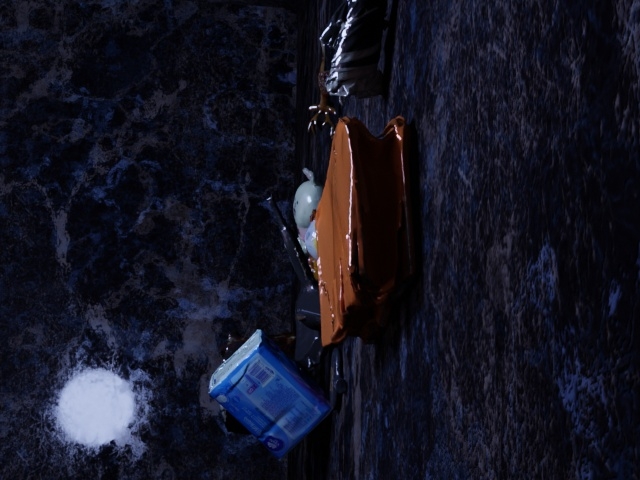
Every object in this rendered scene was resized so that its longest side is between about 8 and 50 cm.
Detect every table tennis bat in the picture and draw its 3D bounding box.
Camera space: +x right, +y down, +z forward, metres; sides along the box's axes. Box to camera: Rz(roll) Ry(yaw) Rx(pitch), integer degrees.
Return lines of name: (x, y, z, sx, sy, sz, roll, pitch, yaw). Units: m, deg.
table tennis bat: (0.039, 0.331, 2.035, 0.236, 0.027, 0.150, 138, 135, -86)

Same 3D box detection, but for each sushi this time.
sushi: (-0.144, 0.411, 2.469, 0.299, 0.294, 0.281, -95, 9, -48)

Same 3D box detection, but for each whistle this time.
whistle: (0.024, 0.026, 1.930, 0.123, 0.122, 0.223, -93, -6, -48)

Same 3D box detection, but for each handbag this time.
handbag: (0.070, -0.001, 1.448, 0.410, 0.116, 0.304, 105, 164, -68)

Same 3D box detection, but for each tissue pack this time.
tissue pack: (-0.130, 0.394, 2.230, 0.198, 0.263, 0.146, -44, 11, 5)

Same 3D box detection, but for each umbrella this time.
umbrella: (0.083, -0.431, 1.562, 0.106, 0.113, 0.358, 40, 128, 48)

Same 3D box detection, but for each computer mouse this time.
computer mouse: (-0.008, 0.223, 2.240, 0.147, 0.088, 0.264, 127, 154, -48)

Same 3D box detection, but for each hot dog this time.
hot dog: (0.000, 0.000, 2.322, 0.102, 0.076, 0.249, -89, 4, -55)

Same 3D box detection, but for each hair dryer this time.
hair dryer: (-0.045, 0.055, 2.017, 0.360, 0.120, 0.303, 65, 173, -4)

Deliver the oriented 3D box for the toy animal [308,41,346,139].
toy animal: (0.022, -0.398, 2.256, 0.243, 0.087, 0.260, -120, 36, -83)

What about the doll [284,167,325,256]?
doll: (-0.027, -0.074, 2.526, 0.155, 0.113, 0.275, -123, 42, -65)
